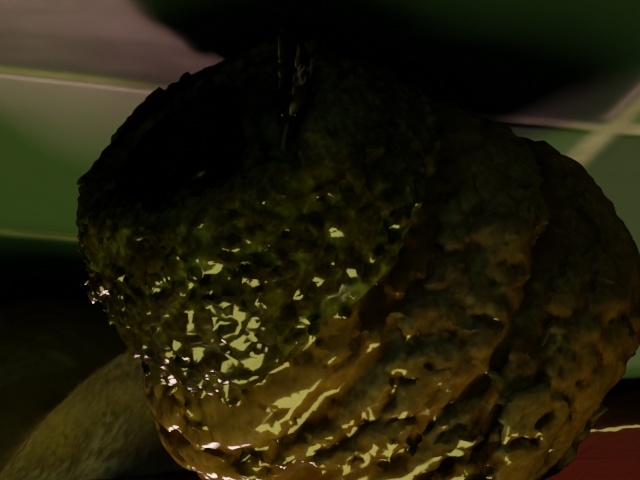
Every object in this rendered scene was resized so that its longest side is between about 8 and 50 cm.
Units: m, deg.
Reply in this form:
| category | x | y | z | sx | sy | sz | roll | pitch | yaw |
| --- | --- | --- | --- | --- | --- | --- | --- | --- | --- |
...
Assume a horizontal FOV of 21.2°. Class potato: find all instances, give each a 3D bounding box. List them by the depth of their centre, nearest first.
| category | x | y | z | sx | sy | sz | roll | pitch | yaw |
| --- | --- | --- | --- | --- | --- | --- | --- | --- | --- |
| potato | -0.126 | 0.063 | 0.885 | 0.120 | 0.100 | 0.261 | 35 | -171 | 21 |

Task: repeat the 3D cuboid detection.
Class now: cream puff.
| category | x | y | z | sx | sy | sz | roll | pitch | yaw |
| --- | --- | --- | --- | --- | --- | --- | --- | --- | --- |
| cream puff | 0.000 | 0.000 | 0.586 | 0.183 | 0.183 | 0.169 | -13 | 132 | 35 |

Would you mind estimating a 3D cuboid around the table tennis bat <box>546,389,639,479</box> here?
| category | x | y | z | sx | sy | sz | roll | pitch | yaw |
| --- | --- | --- | --- | --- | --- | --- | --- | --- | --- |
| table tennis bat | 0.189 | 0.142 | 1.133 | 0.415 | 0.051 | 0.268 | 1 | 161 | -7 |

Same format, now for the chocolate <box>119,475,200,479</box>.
| category | x | y | z | sx | sy | sz | roll | pitch | yaw |
| --- | --- | --- | --- | --- | --- | --- | --- | --- | --- |
| chocolate | -0.242 | 0.243 | 0.942 | 0.341 | 0.161 | 0.360 | 26 | 113 | -32 |
